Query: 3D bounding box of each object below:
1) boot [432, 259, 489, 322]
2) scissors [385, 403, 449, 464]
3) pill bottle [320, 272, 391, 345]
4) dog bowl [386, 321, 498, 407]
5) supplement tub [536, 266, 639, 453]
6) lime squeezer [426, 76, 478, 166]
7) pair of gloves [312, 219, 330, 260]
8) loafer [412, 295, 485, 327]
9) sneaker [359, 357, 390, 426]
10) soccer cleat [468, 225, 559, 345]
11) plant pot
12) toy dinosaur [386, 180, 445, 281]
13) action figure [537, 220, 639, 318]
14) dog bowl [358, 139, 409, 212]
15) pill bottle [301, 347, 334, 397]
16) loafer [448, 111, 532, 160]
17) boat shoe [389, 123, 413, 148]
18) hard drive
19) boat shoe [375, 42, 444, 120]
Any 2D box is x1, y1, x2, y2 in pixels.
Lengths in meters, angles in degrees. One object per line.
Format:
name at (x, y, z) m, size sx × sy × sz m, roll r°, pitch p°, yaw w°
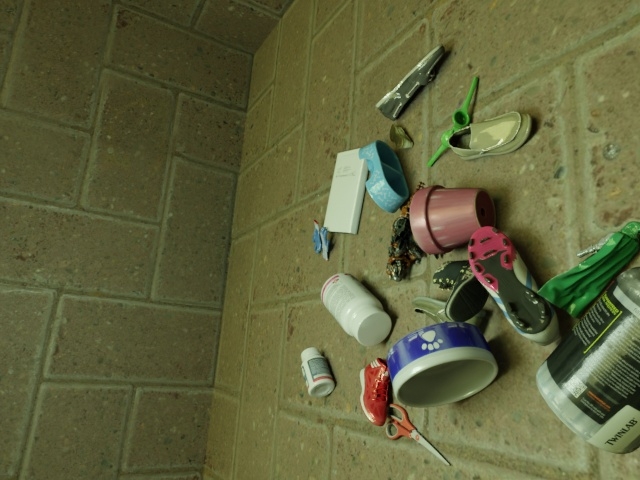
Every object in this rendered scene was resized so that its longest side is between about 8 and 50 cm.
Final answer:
boot at (0.370, 0.130, 1.279) m, size 0.236 × 0.085 × 0.178 m, roll -47°, pitch 13°, yaw -25°
scissors at (0.282, 0.572, 1.409) m, size 0.297 × 0.021 × 0.109 m, roll -8°, pitch 70°, yaw 62°
pill bottle at (0.125, 0.244, 1.679) m, size 0.283 × 0.160 × 0.160 m, roll 44°, pitch 118°, yaw 58°
dog bowl at (0.308, 0.323, 1.205) m, size 0.265 × 0.265 × 0.104 m, roll -54°, pitch 34°, yaw 37°
supplement tub at (0.570, 0.195, 0.838) m, size 0.338 × 0.207 × 0.207 m, roll -64°, pitch 31°, yaw 26°
lime squeezer at (0.427, -0.358, 1.478) m, size 0.310 × 0.059 × 0.110 m, roll -65°, pitch -10°, yaw 23°
pair of gloves at (0.000, 0.000, 2.092) m, size 0.198 × 0.023 × 0.159 m, roll -136°, pitch 39°, yaw -62°
loafer at (0.352, 0.215, 1.344) m, size 0.251 × 0.094 × 0.087 m, roll 2°, pitch 77°, yaw 61°
sneaker at (0.191, 0.477, 1.530) m, size 0.128 × 0.087 × 0.221 m, roll -58°, pitch 27°, yaw 31°
soccer cleat at (0.461, 0.111, 1.140) m, size 0.116 × 0.143 × 0.331 m, roll -33°, pitch 43°, yaw 19°
plant pot at (0.381, -0.068, 1.323) m, size 0.180 × 0.201 × 0.201 m, roll -10°, pitch 70°, yaw 43°
toy dinosaur at (0.280, -0.024, 1.529) m, size 0.218 × 0.164 × 0.322 m, roll -147°, pitch 49°, yaw -77°
action figure at (0.582, 0.052, 0.990) m, size 0.232 × 0.137 × 0.063 m, roll -53°, pitch 23°, yaw 24°
dog bowl at (0.232, -0.238, 1.683) m, size 0.074 × 0.166 × 0.297 m, roll -36°, pitch 47°, yaw 35°
pill bottle at (-0.018, 0.524, 1.885) m, size 0.108 × 0.108 × 0.180 m, roll -61°, pitch 33°, yaw 29°
loafer at (0.468, -0.291, 1.329) m, size 0.268 × 0.092 × 0.102 m, roll -17°, pitch 67°, yaw 60°
boat shoe at (0.297, -0.385, 1.742) m, size 0.153 × 0.048 × 0.056 m, roll -109°, pitch 29°, yaw -54°
hard drive at (0.111, -0.206, 1.998) m, size 0.233 × 0.047 × 0.353 m, roll 7°, pitch 85°, yaw 62°
boat shoe at (0.340, -0.563, 1.697) m, size 0.335 × 0.095 × 0.112 m, roll -38°, pitch 12°, yaw 46°
